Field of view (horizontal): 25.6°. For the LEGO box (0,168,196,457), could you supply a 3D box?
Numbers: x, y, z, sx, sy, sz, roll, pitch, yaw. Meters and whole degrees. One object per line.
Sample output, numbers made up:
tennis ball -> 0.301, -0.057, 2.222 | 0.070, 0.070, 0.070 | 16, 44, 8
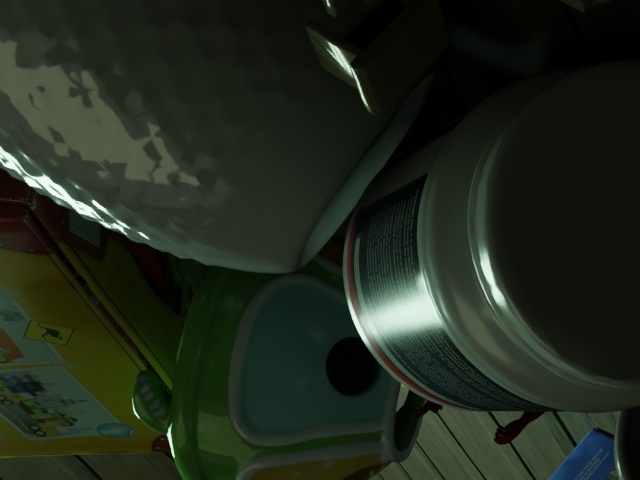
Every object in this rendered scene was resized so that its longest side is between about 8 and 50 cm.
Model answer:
LEGO box -> -0.333, 0.031, 1.342 | 0.372, 0.193, 0.500 | -4, 150, 12

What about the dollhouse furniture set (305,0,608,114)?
dollhouse furniture set -> 0.061, -0.159, 0.618 | 0.101, 0.161, 0.182 | 35, 164, 33

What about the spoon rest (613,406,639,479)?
spoon rest -> 0.321, 0.187, 1.005 | 0.276, 0.137, 0.084 | 34, 150, -17

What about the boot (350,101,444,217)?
boot -> 0.078, -0.031, 1.109 | 0.178, 0.085, 0.236 | 48, 172, -24

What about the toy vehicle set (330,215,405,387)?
toy vehicle set -> 0.070, 0.066, 1.443 | 0.166, 0.035, 0.267 | 11, 145, 49

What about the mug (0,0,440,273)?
mug -> -0.108, -0.122, 0.956 | 0.328, 0.276, 0.374 | 35, 158, 6

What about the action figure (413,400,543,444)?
action figure -> 0.150, 0.111, 1.193 | 0.091, 0.139, 0.280 | 40, 173, 20

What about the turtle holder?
turtle holder -> -0.030, 0.145, 1.294 | 0.227, 0.320, 0.243 | 10, 145, 18

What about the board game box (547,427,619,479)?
board game box -> 0.222, 0.347, 1.234 | 0.078, 0.347, 0.233 | 51, 165, -28

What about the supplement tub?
supplement tub -> 0.132, 0.006, 0.832 | 0.191, 0.191, 0.272 | 46, 167, -4
